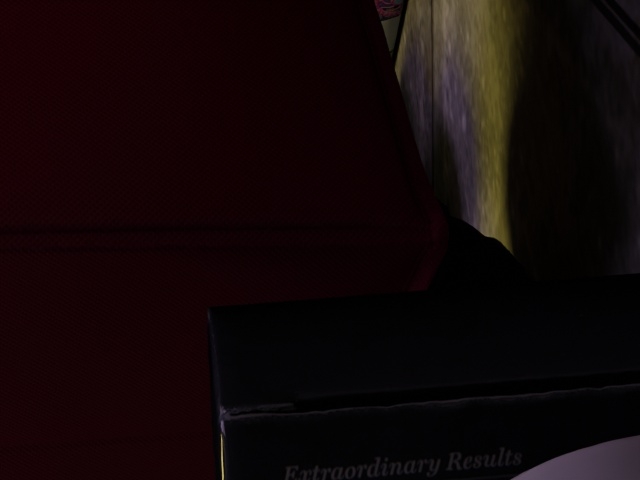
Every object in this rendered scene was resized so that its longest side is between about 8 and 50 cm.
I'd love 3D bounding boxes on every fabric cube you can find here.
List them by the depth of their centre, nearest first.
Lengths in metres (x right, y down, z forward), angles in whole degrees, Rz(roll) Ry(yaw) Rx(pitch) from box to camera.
[{"bbox_3d":[-0.130,-0.022,0.718,0.259,0.258,0.254,110,153,-50],"label":"fabric cube"}]

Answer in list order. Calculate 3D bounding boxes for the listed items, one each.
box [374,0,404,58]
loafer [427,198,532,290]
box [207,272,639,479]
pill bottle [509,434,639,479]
[{"bbox_3d":[-0.054,-0.235,1.217,0.279,0.177,0.290,100,164,-66],"label":"box"},{"bbox_3d":[0.060,0.037,0.739,0.302,0.109,0.095,-112,37,-54],"label":"loafer"},{"bbox_3d":[0.049,0.122,0.532,0.108,0.153,0.207,-114,21,-76],"label":"box"},{"bbox_3d":[0.085,0.139,0.370,0.112,0.112,0.187,94,170,-58],"label":"pill bottle"}]
